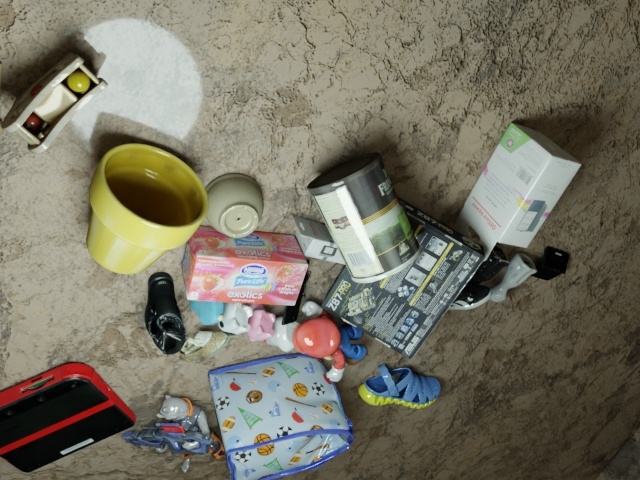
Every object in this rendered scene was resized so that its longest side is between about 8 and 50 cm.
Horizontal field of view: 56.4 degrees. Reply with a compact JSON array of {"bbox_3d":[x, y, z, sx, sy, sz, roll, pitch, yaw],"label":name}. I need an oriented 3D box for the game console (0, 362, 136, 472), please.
[{"bbox_3d":[-0.797,0.530,1.769,0.387,0.060,0.342,-23,135,-2],"label":"game console"}]

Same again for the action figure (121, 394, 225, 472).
[{"bbox_3d":[-0.445,0.614,1.919,0.341,0.178,0.330,0,130,21],"label":"action figure"}]

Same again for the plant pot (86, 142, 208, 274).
[{"bbox_3d":[-0.423,-0.053,1.376,0.254,0.254,0.239,19,131,-30],"label":"plant pot"}]

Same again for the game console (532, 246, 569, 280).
[{"bbox_3d":[0.785,0.081,2.061,0.122,0.071,0.107,15,88,-30],"label":"game console"}]

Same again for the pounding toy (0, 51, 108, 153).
[{"bbox_3d":[-0.579,-0.285,1.193,0.269,0.154,0.155,-37,129,7],"label":"pounding toy"}]

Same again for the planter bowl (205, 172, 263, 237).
[{"bbox_3d":[-0.215,-0.075,1.510,0.162,0.109,0.162,-10,126,-13],"label":"planter bowl"}]

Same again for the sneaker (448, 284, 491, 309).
[{"bbox_3d":[0.423,0.158,1.896,0.217,0.079,0.121,-15,125,21],"label":"sneaker"}]

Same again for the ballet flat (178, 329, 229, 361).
[{"bbox_3d":[-0.348,0.300,1.721,0.067,0.073,0.206,39,129,-24],"label":"ballet flat"}]

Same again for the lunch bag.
[{"bbox_3d":[-0.123,0.541,1.848,0.386,0.327,0.238,-13,132,-14],"label":"lunch bag"}]

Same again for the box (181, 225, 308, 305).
[{"bbox_3d":[-0.205,0.067,1.590,0.300,0.154,0.142,6,121,-23],"label":"box"}]

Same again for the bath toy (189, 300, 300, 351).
[{"bbox_3d":[-0.207,0.225,1.720,0.129,0.151,0.348,-17,145,38],"label":"bath toy"}]

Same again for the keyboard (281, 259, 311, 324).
[{"bbox_3d":[-0.078,0.148,1.737,0.100,0.038,0.192,-2,108,-58],"label":"keyboard"}]

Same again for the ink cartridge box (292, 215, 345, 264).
[{"bbox_3d":[0.000,0.000,1.648,0.180,0.104,0.060,14,119,-27],"label":"ink cartridge box"}]

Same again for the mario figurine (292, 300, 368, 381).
[{"bbox_3d":[0.010,0.303,1.800,0.170,0.198,0.320,-53,148,8],"label":"mario figurine"}]

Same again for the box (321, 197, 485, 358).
[{"bbox_3d":[0.231,0.109,1.725,0.318,0.097,0.394,29,113,-1],"label":"box"}]

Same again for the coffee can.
[{"bbox_3d":[0.113,-0.058,1.528,0.202,0.201,0.275,-26,106,-1],"label":"coffee can"}]

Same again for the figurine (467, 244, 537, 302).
[{"bbox_3d":[0.579,0.126,1.979,0.215,0.092,0.209,14,126,-29],"label":"figurine"}]

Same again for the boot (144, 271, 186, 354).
[{"bbox_3d":[-0.417,0.236,1.595,0.094,0.207,0.246,-4,126,-18],"label":"boot"}]

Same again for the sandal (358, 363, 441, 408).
[{"bbox_3d":[0.299,0.513,2.123,0.318,0.126,0.138,5,118,-26],"label":"sandal"}]

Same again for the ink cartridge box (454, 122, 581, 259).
[{"bbox_3d":[0.547,-0.125,1.698,0.119,0.207,0.353,9,122,-26],"label":"ink cartridge box"}]
